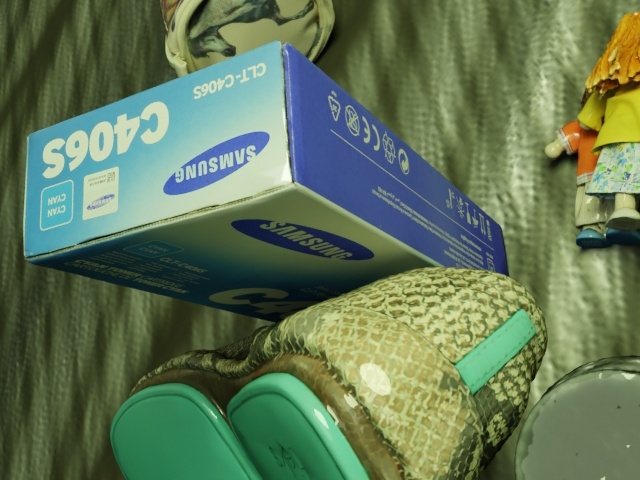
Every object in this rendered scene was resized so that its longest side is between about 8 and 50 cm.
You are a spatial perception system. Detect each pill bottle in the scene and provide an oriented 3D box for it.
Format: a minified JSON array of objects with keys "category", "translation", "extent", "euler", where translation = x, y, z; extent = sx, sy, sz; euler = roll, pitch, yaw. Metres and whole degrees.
[{"category":"pill bottle","translation":[0.185,0.132,0.422],"extent":[0.122,0.219,0.123],"euler":[-9,71,28]}]

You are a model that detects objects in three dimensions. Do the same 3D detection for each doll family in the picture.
[{"category":"doll family","translation":[0.274,-0.090,0.496],"extent":[0.262,0.118,0.163],"euler":[-2,75,30]}]

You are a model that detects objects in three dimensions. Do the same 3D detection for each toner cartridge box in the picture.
[{"category":"toner cartridge box","translation":[0.000,0.000,0.493],"extent":[0.165,0.348,0.075],"euler":[-14,70,27]}]

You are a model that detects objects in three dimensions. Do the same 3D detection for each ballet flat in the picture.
[{"category":"ballet flat","translation":[-0.013,0.124,0.540],"extent":[0.164,0.182,0.483],"euler":[59,149,2]}]

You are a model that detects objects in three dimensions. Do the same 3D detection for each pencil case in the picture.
[{"category":"pencil case","translation":[-0.134,-0.331,0.778],"extent":[0.183,0.160,0.410],"euler":[-27,63,2]}]
